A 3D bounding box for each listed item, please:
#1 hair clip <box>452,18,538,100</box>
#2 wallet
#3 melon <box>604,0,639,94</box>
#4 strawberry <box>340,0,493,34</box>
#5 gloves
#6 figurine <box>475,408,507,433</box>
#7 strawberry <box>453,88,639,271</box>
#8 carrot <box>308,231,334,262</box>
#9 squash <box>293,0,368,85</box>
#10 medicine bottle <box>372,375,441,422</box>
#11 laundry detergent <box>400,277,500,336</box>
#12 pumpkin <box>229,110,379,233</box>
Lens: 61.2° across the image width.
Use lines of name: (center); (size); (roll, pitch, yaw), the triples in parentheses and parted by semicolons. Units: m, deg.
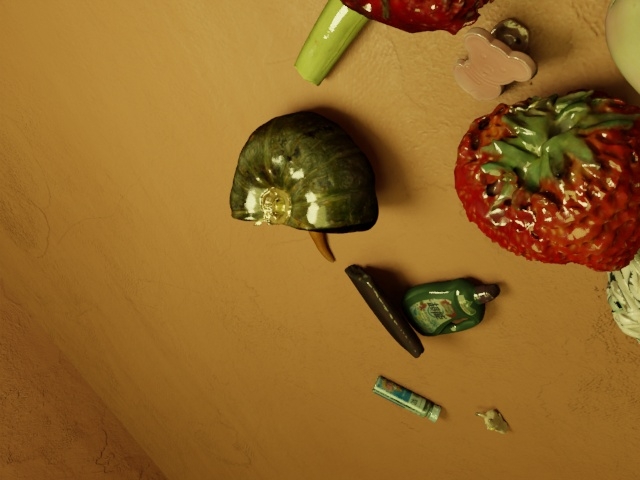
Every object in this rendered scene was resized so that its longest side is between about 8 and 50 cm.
hair clip: (0.268, -0.275, 0.864); (0.123, 0.102, 0.138); (39, 136, 2)
wallet: (0.148, 0.158, 1.267); (0.229, 0.049, 0.182); (53, 177, -13)
melon: (0.514, -0.242, 0.663); (0.317, 0.223, 0.223); (27, 135, 2)
strawberry: (0.149, -0.421, 0.737); (0.274, 0.220, 0.274); (29, 148, 21)
gloves: (0.587, 0.096, 0.978); (0.127, 0.111, 0.212); (-13, 125, 43)
figurine: (0.446, 0.471, 1.412); (0.083, 0.047, 0.050); (47, 149, -21)
strawberry: (0.388, -0.078, 0.879); (0.312, 0.267, 0.351); (25, 172, 48)
carrot: (0.000, 0.000, 1.297); (0.035, 0.035, 0.142); (-1, 132, 31)
squash: (0.029, -0.369, 0.944); (0.083, 0.083, 0.250); (40, 136, -4)
medicine bottle: (0.237, 0.440, 1.500); (0.191, 0.051, 0.051); (25, 134, 10)
laundry detergent: (0.300, 0.145, 1.208); (0.221, 0.078, 0.144); (-19, 116, 37)
pumpkin: (-0.025, -0.142, 1.101); (0.325, 0.242, 0.232); (11, 101, 29)
